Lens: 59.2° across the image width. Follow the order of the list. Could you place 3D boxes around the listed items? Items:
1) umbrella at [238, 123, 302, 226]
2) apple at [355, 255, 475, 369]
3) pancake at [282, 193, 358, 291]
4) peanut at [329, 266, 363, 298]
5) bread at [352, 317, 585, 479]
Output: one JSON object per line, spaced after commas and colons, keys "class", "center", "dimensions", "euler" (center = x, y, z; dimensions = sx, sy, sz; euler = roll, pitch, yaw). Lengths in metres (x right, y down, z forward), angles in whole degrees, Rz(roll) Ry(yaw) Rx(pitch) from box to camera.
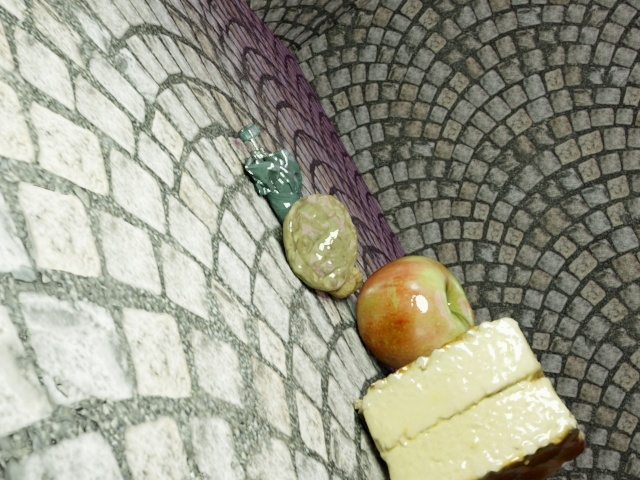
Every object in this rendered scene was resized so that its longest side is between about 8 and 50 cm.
{"class": "umbrella", "center": [-0.087, -0.126, 1.363], "dimensions": [0.349, 0.094, 0.143], "euler": [61, 30, -9]}
{"class": "apple", "center": [0.240, 0.200, 1.486], "dimensions": [0.319, 0.277, 0.319], "euler": [40, 36, -36]}
{"class": "pancake", "center": [0.000, 0.000, 1.324], "dimensions": [0.242, 0.050, 0.242], "euler": [5, 83, -46]}
{"class": "peanut", "center": [0.057, 0.102, 1.464], "dimensions": [0.089, 0.089, 0.193], "euler": [61, 12, 7]}
{"class": "bread", "center": [0.314, 0.384, 1.168], "dimensions": [0.390, 0.371, 0.279], "euler": [48, 13, -53]}
